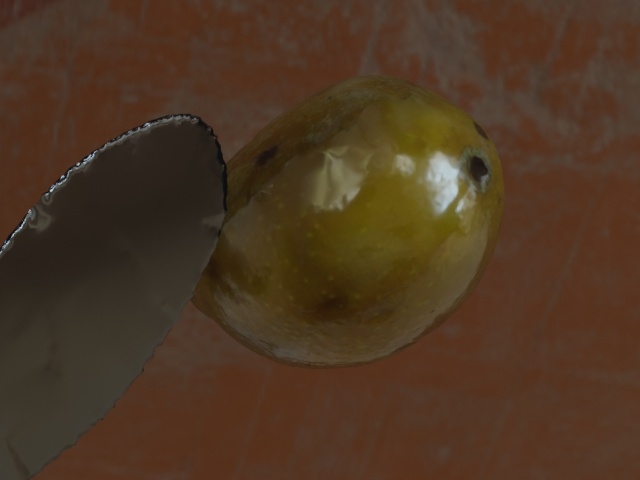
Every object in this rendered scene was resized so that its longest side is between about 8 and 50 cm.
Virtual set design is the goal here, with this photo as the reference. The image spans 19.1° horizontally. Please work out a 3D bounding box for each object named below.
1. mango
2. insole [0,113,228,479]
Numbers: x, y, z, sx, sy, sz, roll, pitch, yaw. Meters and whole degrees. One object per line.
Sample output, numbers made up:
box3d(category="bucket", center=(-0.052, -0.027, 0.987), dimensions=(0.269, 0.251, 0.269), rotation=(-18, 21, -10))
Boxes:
box3d(category="mango", center=(0.008, 0.001, 1.180), dimensions=(0.176, 0.175, 0.329), rotation=(9, 167, -5))
box3d(category="insole", center=(-0.099, 0.046, 0.557), dimensions=(0.003, 0.232, 0.080), rotation=(15, 139, 38))
